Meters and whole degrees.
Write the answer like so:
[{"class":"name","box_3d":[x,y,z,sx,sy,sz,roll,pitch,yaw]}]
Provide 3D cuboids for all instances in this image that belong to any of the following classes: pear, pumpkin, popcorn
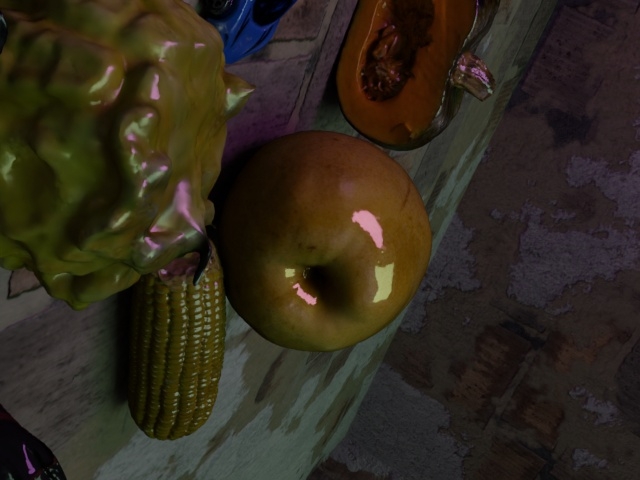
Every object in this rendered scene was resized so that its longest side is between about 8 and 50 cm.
[{"class":"pear","box_3d":[0.000,0.000,0.948,0.314,0.314,0.314,-50,160,-25]},{"class":"pumpkin","box_3d":[0.160,-0.280,1.027,0.139,0.222,0.317,-21,138,-61]},{"class":"popcorn","box_3d":[-0.160,-0.072,0.515,0.249,0.225,0.249,-54,160,-31]}]

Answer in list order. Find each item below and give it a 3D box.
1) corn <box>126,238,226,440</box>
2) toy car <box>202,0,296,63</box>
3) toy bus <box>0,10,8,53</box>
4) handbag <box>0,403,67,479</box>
[{"class":"corn","box_3d":[-0.192,0.137,0.923,0.131,0.131,0.344,-42,154,-43]},{"class":"toy car","box_3d":[-0.049,-0.282,0.725,0.216,0.063,0.103,-62,163,9]},{"class":"toy bus","box_3d":[-0.241,-0.159,0.324,0.136,0.126,0.209,-29,147,-42]},{"class":"handbag","box_3d":[-0.318,0.193,0.543,0.169,0.215,0.155,-39,145,-35]}]
